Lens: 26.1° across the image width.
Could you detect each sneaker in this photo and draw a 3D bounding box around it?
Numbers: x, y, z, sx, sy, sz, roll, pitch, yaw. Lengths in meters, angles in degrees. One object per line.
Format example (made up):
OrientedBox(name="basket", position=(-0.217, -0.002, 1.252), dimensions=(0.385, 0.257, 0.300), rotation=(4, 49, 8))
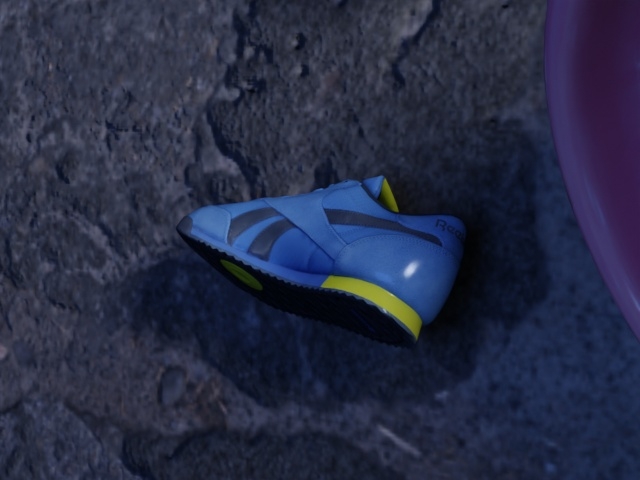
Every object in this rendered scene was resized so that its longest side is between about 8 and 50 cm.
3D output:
OrientedBox(name="sneaker", position=(0.000, 0.000, 0.810), dimensions=(0.209, 0.069, 0.082), rotation=(14, 68, 47))

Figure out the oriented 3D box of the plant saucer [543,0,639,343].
OrientedBox(name="plant saucer", position=(0.221, -0.014, 0.523), dimensions=(0.332, 0.084, 0.332), rotation=(50, 158, 28))
